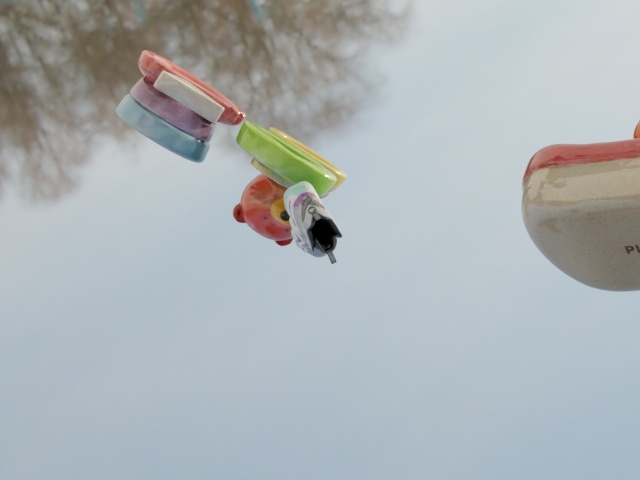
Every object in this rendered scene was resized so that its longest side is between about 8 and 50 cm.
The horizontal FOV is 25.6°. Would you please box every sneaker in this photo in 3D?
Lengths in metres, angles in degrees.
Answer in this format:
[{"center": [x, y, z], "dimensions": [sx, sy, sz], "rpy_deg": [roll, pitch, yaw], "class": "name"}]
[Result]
[{"center": [0.000, 0.000, 1.252], "dimensions": [0.038, 0.098, 0.069], "rpy_deg": [-31, -128, -4], "class": "sneaker"}]

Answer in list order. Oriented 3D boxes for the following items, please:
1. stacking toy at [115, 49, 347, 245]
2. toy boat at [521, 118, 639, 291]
[{"center": [-0.123, -0.100, 1.755], "dimensions": [0.130, 0.309, 0.279], "rpy_deg": [-57, -172, 6], "class": "stacking toy"}, {"center": [0.287, -0.052, 1.199], "dimensions": [0.231, 0.151, 0.151], "rpy_deg": [-5, -133, 29], "class": "toy boat"}]
